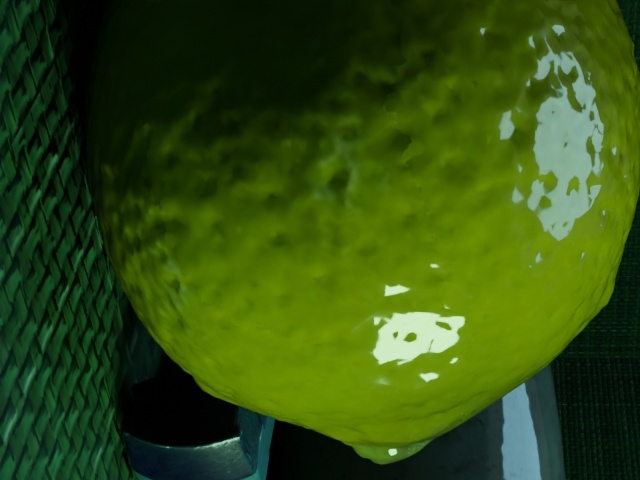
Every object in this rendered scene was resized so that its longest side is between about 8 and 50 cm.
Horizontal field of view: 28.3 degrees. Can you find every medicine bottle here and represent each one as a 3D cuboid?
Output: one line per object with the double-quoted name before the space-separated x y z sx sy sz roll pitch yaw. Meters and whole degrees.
"medicine bottle" -0.066 0.086 0.869 0.258 0.079 0.124 -79 166 -55

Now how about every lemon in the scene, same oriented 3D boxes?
"lemon" 0.025 -0.061 0.709 0.336 0.336 0.336 0 90 -82

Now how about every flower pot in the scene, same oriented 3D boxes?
"flower pot" 0.097 0.117 1.281 0.293 0.294 0.330 51 37 -77
